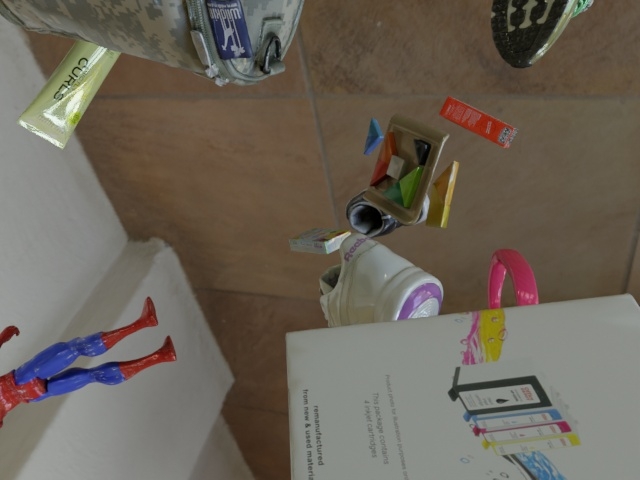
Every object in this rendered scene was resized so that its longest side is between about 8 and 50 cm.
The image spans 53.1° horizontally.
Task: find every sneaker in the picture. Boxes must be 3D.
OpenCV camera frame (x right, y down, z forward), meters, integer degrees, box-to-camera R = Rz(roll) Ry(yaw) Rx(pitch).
[{"bbox_3d":[0.446,-0.457,1.150,0.158,0.410,0.182,7,155,49],"label":"sneaker"},{"bbox_3d":[0.067,0.110,0.825,0.152,0.114,0.305,42,146,28],"label":"sneaker"},{"bbox_3d":[0.107,-0.063,1.439,0.269,0.153,0.101,-3,103,55],"label":"sneaker"}]

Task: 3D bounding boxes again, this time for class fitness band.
[{"bbox_3d":[0.422,0.133,1.425,0.054,0.291,0.209,-2,107,3],"label":"fitness band"}]

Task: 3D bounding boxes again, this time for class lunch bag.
[{"bbox_3d":[-0.149,-0.281,0.533,0.305,0.212,0.256,19,116,25],"label":"lunch bag"}]

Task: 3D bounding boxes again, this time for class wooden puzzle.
[{"bbox_3d":[0.061,-0.055,0.482,0.014,0.078,0.116,12,-170,-34],"label":"wooden puzzle"}]

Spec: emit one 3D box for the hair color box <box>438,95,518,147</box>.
[{"bbox_3d":[0.306,-0.228,1.238,0.141,0.072,0.043,30,107,17],"label":"hair color box"}]

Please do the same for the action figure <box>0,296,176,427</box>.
[{"bbox_3d":[-0.317,0.139,0.737,0.280,0.139,0.091,-23,117,-10],"label":"action figure"}]

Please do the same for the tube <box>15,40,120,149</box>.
[{"bbox_3d":[-0.370,-0.260,0.997,0.070,0.240,0.062,34,176,-17],"label":"tube"}]

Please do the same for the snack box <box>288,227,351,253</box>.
[{"bbox_3d":[0.000,0.000,1.696,0.141,0.100,0.037,5,111,47],"label":"snack box"}]

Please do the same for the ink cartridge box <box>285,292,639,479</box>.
[{"bbox_3d":[0.104,0.159,0.410,0.233,0.168,0.171,-7,132,0],"label":"ink cartridge box"}]
